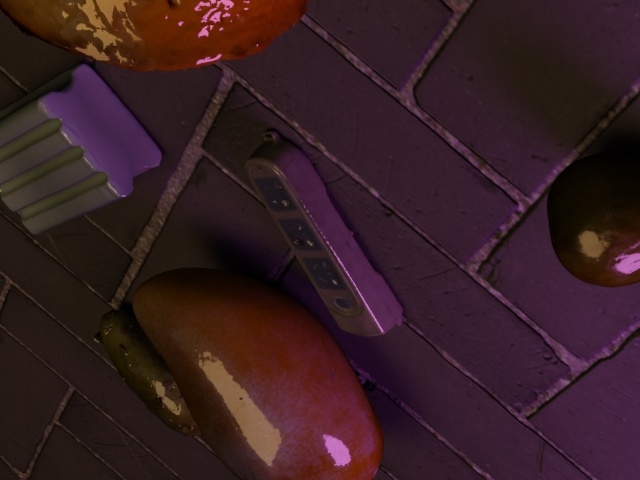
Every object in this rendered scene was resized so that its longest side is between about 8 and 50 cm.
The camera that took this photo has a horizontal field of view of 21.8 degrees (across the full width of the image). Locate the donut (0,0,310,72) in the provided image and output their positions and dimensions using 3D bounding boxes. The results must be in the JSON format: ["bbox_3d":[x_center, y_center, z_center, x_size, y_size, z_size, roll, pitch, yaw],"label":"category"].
[{"bbox_3d":[-0.154,-0.279,1.511,0.303,0.303,0.110,28,136,21],"label":"donut"}]

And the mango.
[{"bbox_3d":[-0.073,0.177,2.053,0.384,0.199,0.221,44,148,-3],"label":"mango"}]

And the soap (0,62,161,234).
[{"bbox_3d":[-0.329,-0.110,2.084,0.160,0.087,0.265,50,148,-14],"label":"soap"}]

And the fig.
[{"bbox_3d":[0.314,-0.039,1.480,0.236,0.124,0.124,-23,114,30],"label":"fig"}]

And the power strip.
[{"bbox_3d":[0.001,-0.002,1.899,0.080,0.048,0.286,-1,128,47],"label":"power strip"}]

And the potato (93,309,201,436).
[{"bbox_3d":[-0.229,0.185,2.343,0.225,0.090,0.117,45,156,7],"label":"potato"}]
